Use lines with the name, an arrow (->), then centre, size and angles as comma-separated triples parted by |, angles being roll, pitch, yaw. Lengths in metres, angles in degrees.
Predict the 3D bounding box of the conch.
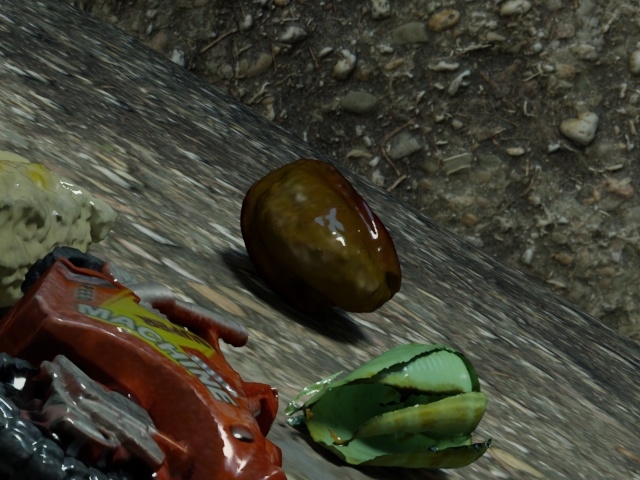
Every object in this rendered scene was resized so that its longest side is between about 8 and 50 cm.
conch -> 0.057, 0.121, 0.916 | 0.106, 0.079, 0.170 | 27, 21, 33

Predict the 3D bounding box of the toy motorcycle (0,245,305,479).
toy motorcycle -> -0.080, 0.079, 0.591 | 0.171, 0.089, 0.298 | 36, 5, -8

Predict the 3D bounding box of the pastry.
pastry -> -0.212, -0.011, 0.737 | 0.121, 0.089, 0.258 | 27, 6, 17

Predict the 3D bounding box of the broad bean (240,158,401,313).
broad bean -> -0.001, 0.003, 1.280 | 0.156, 0.122, 0.228 | 53, 5, -22
